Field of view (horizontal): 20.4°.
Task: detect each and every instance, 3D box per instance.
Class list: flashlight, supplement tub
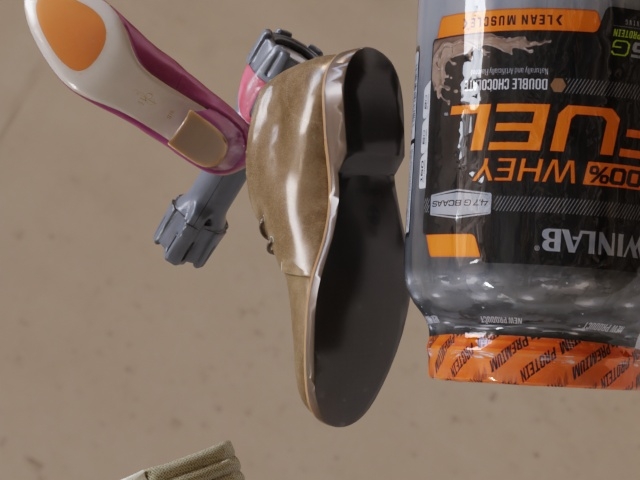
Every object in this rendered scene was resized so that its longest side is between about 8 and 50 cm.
[{"bbox_3d":[-0.099,-0.111,2.180,0.304,0.103,0.103,-58,45,22],"label":"flashlight"},{"bbox_3d":[0.169,-0.061,1.325,0.207,0.207,0.338,171,102,-72],"label":"supplement tub"}]

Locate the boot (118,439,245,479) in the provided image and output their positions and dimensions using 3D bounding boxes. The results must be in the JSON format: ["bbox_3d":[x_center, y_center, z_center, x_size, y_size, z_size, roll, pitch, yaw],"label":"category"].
[{"bbox_3d":[-0.151,0.306,1.522,0.262,0.203,0.095,-26,-8,-10],"label":"boot"}]

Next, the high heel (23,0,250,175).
[{"bbox_3d":[-0.160,-0.148,1.607,0.082,0.244,0.117,-56,-8,8],"label":"high heel"}]

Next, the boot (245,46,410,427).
[{"bbox_3d":[0.000,0.000,1.456,0.115,0.112,0.305,-4,80,38],"label":"boot"}]
